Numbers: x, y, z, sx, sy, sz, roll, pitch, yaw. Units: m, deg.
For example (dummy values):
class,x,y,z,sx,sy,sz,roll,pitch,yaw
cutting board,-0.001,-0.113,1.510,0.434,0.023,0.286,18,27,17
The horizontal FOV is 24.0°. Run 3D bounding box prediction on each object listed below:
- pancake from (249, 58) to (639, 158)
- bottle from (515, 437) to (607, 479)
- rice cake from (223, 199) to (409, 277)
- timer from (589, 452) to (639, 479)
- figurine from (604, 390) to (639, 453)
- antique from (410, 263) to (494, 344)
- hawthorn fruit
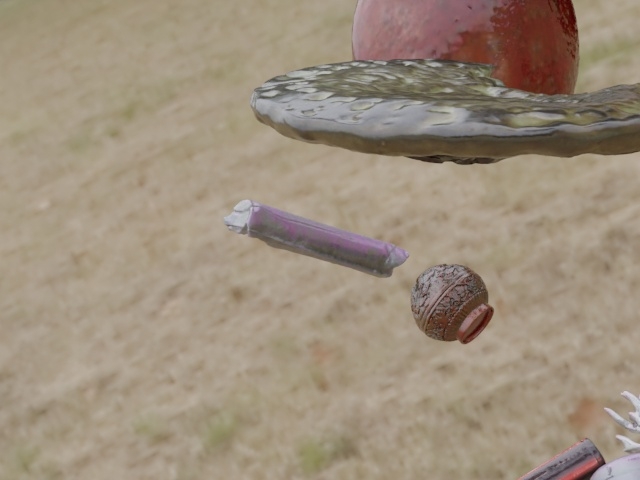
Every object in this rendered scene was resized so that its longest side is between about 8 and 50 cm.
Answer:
class,x,y,z,sx,sy,sz,roll,pitch,yaw
pancake,0.097,-0.087,0.966,0.288,0.033,0.286,2,12,8
bottle,0.271,0.306,1.840,0.164,0.060,0.060,-30,15,-4
rice cake,0.000,0.001,1.897,0.270,0.049,0.055,17,6,-34
timer,0.355,0.269,1.448,0.208,0.191,0.069,3,55,-2
figurine,0.410,0.311,1.716,0.315,0.206,0.284,-22,30,-40
antique,0.157,0.075,1.844,0.104,0.104,0.104,-23,15,6
hawthorn fruit,0.134,-0.192,1.398,0.215,0.250,0.215,-7,9,1
